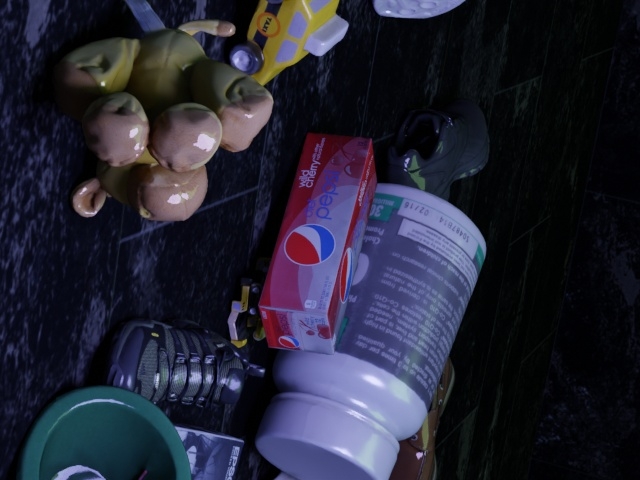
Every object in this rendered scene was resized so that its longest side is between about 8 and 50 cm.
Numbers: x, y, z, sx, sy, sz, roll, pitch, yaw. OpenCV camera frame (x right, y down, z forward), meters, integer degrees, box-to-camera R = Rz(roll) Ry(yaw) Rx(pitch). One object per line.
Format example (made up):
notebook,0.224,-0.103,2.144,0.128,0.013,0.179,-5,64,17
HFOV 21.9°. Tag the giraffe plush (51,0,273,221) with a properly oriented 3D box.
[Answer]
giraffe plush,-0.150,-0.089,1.452,0.210,0.181,0.170,-106,-158,-48

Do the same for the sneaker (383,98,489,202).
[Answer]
sneaker,0.169,-0.141,2.371,0.286,0.109,0.130,-55,147,-50

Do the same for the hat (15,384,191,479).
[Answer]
hat,-0.238,0.262,1.584,0.183,0.173,0.208,-37,-146,53

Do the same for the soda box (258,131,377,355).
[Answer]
soda box,0.000,0.000,1.947,0.092,0.083,0.263,80,20,-52

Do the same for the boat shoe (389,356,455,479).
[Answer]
boat shoe,0.131,0.293,2.589,0.104,0.110,0.307,67,32,-55

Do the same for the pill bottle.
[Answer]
pill bottle,0.062,0.126,2.091,0.204,0.204,0.361,71,37,-59

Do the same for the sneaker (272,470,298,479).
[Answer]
sneaker,-0.021,0.365,2.150,0.148,0.131,0.350,89,26,-42

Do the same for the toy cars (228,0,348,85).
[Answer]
toy cars,0.035,-0.314,1.713,0.394,0.087,0.176,-58,172,-3

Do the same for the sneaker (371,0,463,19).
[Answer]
sneaker,0.136,-0.437,2.015,0.323,0.130,0.236,119,-30,-66

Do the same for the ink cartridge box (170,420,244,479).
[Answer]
ink cartridge box,-0.161,0.279,1.787,0.332,0.065,0.165,30,75,-72

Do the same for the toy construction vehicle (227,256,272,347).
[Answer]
toy construction vehicle,-0.079,0.070,1.923,0.086,0.035,0.098,-37,137,-73

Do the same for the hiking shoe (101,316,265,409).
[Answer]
hiking shoe,-0.135,0.125,1.663,0.227,0.114,0.086,-17,119,-68
